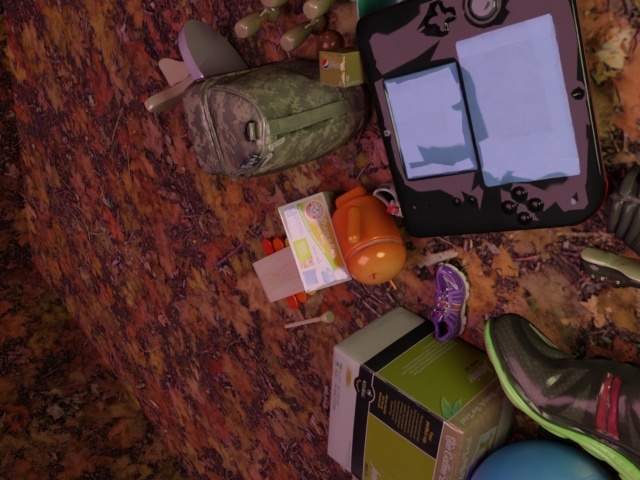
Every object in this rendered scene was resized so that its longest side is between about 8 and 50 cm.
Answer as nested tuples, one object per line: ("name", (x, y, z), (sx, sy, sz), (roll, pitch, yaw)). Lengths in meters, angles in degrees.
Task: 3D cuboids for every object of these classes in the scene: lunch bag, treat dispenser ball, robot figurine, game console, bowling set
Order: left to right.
("lunch bag", (-0.085, -0.245, 1.207), (0.256, 0.305, 0.212), (8, 116, 48))
("bowling set", (-0.016, -0.446, 1.179), (0.200, 0.154, 0.287), (49, 141, -10))
("robot figurine", (0.097, -0.004, 1.237), (0.158, 0.128, 0.219), (102, 154, -58))
("game console", (0.241, -0.196, 0.939), (0.342, 0.060, 0.386), (-6, 106, 33))
("treat dispenser ball", (0.397, 0.500, 1.067), (0.288, 0.288, 0.288), (25, 127, 39))

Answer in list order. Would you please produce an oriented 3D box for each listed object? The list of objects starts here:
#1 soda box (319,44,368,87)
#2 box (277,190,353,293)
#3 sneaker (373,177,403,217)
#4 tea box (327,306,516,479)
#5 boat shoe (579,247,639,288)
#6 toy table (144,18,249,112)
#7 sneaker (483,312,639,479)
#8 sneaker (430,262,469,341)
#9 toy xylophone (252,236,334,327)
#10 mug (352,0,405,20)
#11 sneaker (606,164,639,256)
("soda box", (0.082, -0.315, 1.074), (0.061, 0.181, 0.058), (21, 124, 41))
("box", (0.000, 0.000, 1.351), (0.114, 0.103, 0.203), (-19, 90, 17))
("sneaker", (0.170, -0.057, 1.197), (0.161, 0.075, 0.057), (47, 138, 22))
("tea box", (0.204, 0.375, 1.274), (0.324, 0.220, 0.328), (30, 130, 37))
("boat shoe", (0.468, 0.051, 0.939), (0.133, 0.049, 0.042), (24, 131, 43))
("toy table", (-0.274, -0.360, 1.431), (0.161, 0.252, 0.274), (-36, 70, 35))
("sneaker", (0.483, 0.254, 0.963), (0.483, 0.185, 0.202), (36, 116, 27))
("sneaker", (0.252, 0.127, 1.206), (0.068, 0.071, 0.169), (12, 118, 45))
("toy xylophone", (-0.056, 0.098, 1.534), (0.323, 0.081, 0.236), (-12, 100, 51))
("mug", (0.134, -0.410, 1.032), (0.157, 0.097, 0.129), (59, 142, 8))
("sneaker", (0.484, -0.080, 0.800), (0.147, 0.105, 0.295), (36, 138, 24))
